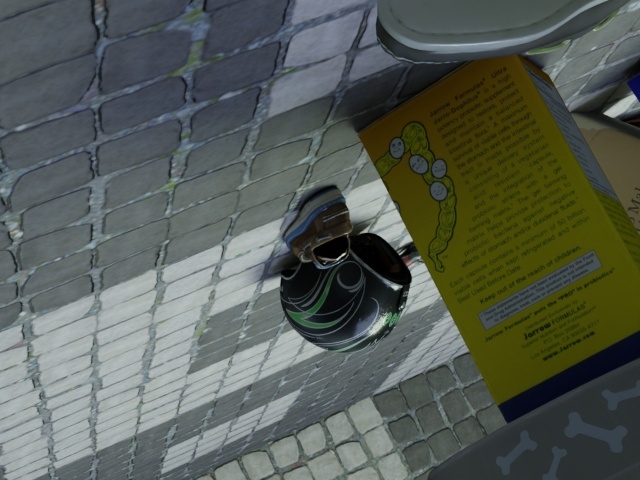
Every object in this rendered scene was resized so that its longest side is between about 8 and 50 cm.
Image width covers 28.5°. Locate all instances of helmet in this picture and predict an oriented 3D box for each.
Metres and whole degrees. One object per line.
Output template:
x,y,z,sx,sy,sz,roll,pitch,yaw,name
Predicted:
0.029,0.074,1.728,0.161,0.169,0.169,-52,157,21,helmet

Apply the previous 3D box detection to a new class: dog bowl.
0.263,0.211,1.254,0.348,0.102,0.349,-25,165,-7,dog bowl

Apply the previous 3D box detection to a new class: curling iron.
0.072,0.077,2.042,0.274,0.035,0.068,-33,164,24,curling iron

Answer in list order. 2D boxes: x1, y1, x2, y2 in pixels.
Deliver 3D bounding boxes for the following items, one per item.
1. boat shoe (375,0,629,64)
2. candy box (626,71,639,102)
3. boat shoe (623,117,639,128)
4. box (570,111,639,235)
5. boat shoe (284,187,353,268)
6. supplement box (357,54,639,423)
0.167,-0.202,1.059,0.305,0.109,0.091,-24,161,-29,boat shoe
0.598,-0.239,1.678,0.268,0.122,0.317,-38,164,32,candy box
0.441,-0.147,1.865,0.178,0.064,0.060,-24,162,-37,boat shoe
0.466,-0.055,1.684,0.121,0.311,0.148,-5,115,-55,box
0.000,0.000,1.567,0.066,0.066,0.183,-23,166,-14,boat shoe
0.226,-0.003,1.362,0.195,0.357,0.194,-31,164,18,supplement box
